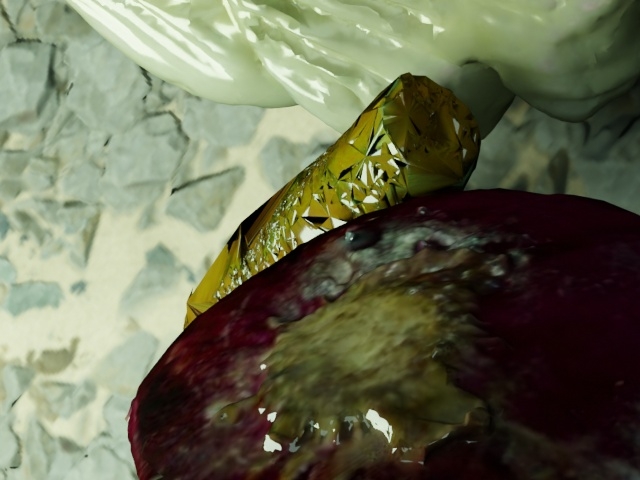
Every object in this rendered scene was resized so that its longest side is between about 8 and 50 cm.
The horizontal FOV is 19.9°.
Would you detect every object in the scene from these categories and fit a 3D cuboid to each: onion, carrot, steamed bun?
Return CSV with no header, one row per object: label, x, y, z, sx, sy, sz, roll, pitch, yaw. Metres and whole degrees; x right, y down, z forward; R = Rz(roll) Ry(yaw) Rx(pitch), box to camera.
onion,0.092,0.126,0.702,0.260,0.282,0.337,-27,26,-5
carrot,0.001,0.001,0.846,0.228,0.069,0.069,-45,54,50
steamed bun,0.030,-0.229,0.838,0.339,0.352,0.247,17,41,10
